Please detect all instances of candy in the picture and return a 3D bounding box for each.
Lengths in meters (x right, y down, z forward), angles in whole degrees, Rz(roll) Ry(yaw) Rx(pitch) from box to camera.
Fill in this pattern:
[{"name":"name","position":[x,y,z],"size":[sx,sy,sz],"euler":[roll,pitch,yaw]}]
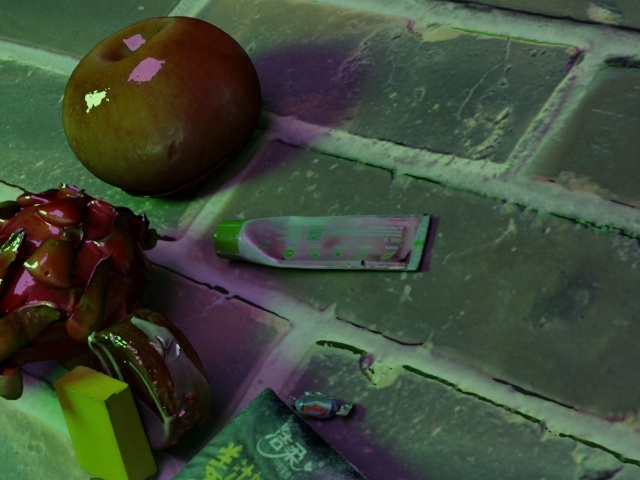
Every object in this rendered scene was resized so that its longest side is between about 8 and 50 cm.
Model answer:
[{"name":"candy","position":[-0.001,0.182,1.250],"size":[0.083,0.020,0.030],"euler":[3,28,33]}]

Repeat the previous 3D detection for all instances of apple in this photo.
[{"name":"apple","position":[-0.223,-0.195,1.565],"size":[0.271,0.206,0.252],"euler":[-8,46,25]}]

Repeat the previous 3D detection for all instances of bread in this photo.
[{"name":"bread","position":[-0.194,0.158,1.283],"size":[0.160,0.161,0.073],"euler":[18,38,38]}]

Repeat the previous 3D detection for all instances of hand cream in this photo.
[{"name":"hand cream","position":[0.000,-0.001,1.396],"size":[0.275,0.050,0.079],"euler":[1,79,23]}]

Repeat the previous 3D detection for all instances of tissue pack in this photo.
[{"name":"tissue pack","position":[-0.083,0.297,1.154],"size":[0.257,0.081,0.185],"euler":[-43,46,-10]}]

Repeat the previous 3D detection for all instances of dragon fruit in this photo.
[{"name":"dragon fruit","position":[-0.332,0.051,1.373],"size":[0.227,0.307,0.243],"euler":[4,93,20]}]

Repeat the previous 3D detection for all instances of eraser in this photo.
[{"name":"eraser","position":[-0.244,0.212,1.279],"size":[0.097,0.122,0.045],"euler":[10,31,42]}]

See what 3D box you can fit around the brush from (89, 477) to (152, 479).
[{"name":"brush","position":[-0.338,0.321,1.323],"size":[0.314,0.017,0.090],"euler":[-7,50,25]}]
